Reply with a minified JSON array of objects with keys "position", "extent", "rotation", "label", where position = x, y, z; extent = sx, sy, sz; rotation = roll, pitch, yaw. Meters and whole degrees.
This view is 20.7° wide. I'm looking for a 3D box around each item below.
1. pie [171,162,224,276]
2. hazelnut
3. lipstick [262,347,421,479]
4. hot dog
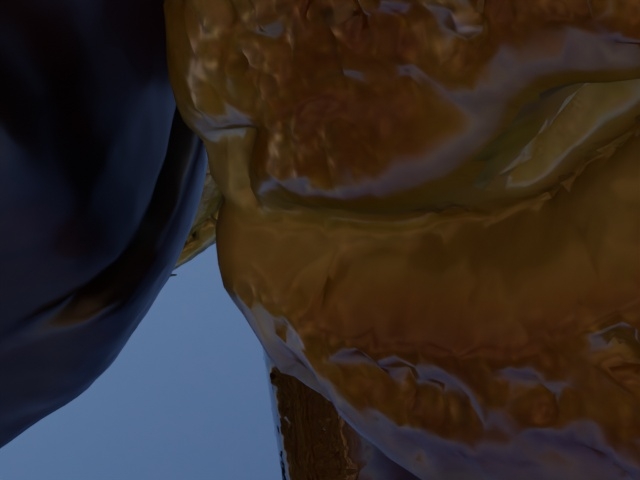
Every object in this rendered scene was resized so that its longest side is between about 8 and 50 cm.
[{"position":[-0.182,-0.039,1.221],"extent":[0.274,0.274,0.055],"rotation":[-38,-133,29],"label":"pie"},{"position":[-0.272,-0.060,0.795],"extent":[0.429,0.402,0.402],"rotation":[-31,-125,9],"label":"hazelnut"},{"position":[0.000,0.000,0.716],"extent":[0.077,0.077,0.418],"rotation":[19,-54,45],"label":"lipstick"},{"position":[0.140,-0.042,0.504],"extent":[0.365,0.196,0.367],"rotation":[-6,-68,28],"label":"hot dog"}]
